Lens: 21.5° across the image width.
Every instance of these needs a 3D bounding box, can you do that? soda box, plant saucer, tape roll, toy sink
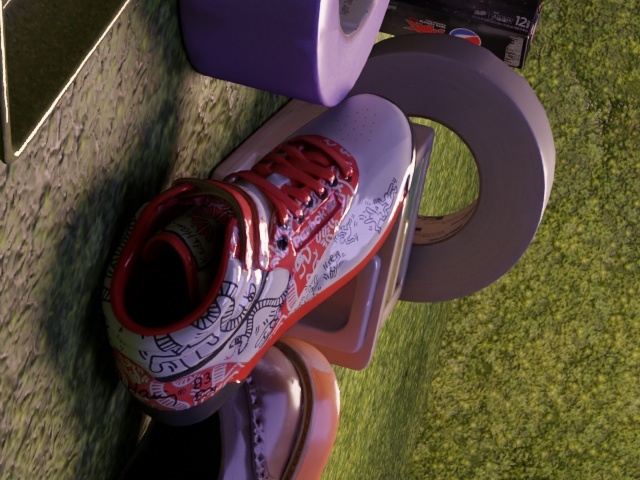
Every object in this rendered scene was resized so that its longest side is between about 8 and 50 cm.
[{"bbox_3d":[0.104,-0.205,1.459,0.053,0.169,0.060,92,17,-62],"label":"soda box"},{"bbox_3d":[-0.111,-0.158,0.679,0.188,0.045,0.188,-65,165,-47],"label":"plant saucer"},{"bbox_3d":[0.085,-0.061,1.422,0.072,0.219,0.219,-54,157,-65],"label":"tape roll"},{"bbox_3d":[0.000,0.000,1.289,0.234,0.131,0.153,-50,153,-67],"label":"toy sink"},{"bbox_3d":[-0.001,-0.228,1.068,0.275,0.090,0.275,14,90,-81],"label":"tape roll"}]

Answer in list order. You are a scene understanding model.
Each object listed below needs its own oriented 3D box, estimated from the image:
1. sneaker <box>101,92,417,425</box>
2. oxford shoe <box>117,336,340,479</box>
[{"bbox_3d":[-0.031,-0.014,1.049,0.270,0.090,0.145,-49,159,-17],"label":"sneaker"},{"bbox_3d":[-0.110,0.233,1.161,0.132,0.130,0.364,12,97,-52],"label":"oxford shoe"}]
